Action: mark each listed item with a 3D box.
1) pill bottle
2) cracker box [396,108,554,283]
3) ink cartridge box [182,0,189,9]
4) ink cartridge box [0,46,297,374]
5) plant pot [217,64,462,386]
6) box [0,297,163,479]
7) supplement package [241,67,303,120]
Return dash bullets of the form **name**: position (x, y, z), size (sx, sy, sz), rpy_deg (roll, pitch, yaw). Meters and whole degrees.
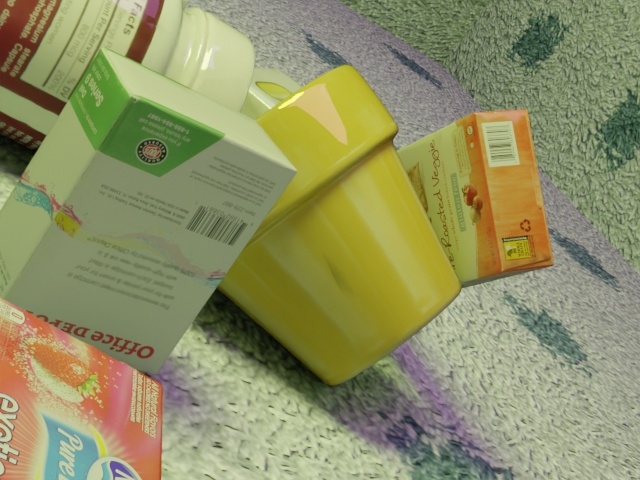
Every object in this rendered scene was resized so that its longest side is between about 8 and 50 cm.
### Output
- **pill bottle**: position (-0.273, -0.209, 1.121), size (0.392, 0.224, 0.224), rpy_deg (28, 19, -27)
- **cracker box**: position (0.136, -0.030, 1.205), size (0.067, 0.232, 0.155), rpy_deg (-6, 83, -25)
- **ink cartridge box**: position (-0.344, -0.353, 1.530), size (0.211, 0.121, 0.289), rpy_deg (45, 19, 25)
- **ink cartridge box**: position (-0.146, -0.015, 0.890), size (0.154, 0.212, 0.093), rpy_deg (22, 19, -38)
- **plant pot**: position (0.000, 0.000, 1.129), size (0.239, 0.254, 0.254), rpy_deg (54, 18, -1)
- **box**: position (-0.159, 0.154, 0.566), size (0.123, 0.128, 0.257), rpy_deg (31, 18, -19)
- **supplement package**: position (-0.052, -0.088, 1.367), size (0.194, 0.149, 0.203), rpy_deg (39, 16, 7)
